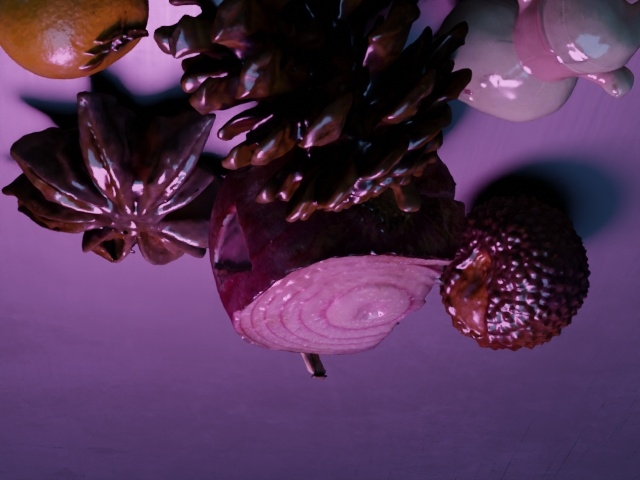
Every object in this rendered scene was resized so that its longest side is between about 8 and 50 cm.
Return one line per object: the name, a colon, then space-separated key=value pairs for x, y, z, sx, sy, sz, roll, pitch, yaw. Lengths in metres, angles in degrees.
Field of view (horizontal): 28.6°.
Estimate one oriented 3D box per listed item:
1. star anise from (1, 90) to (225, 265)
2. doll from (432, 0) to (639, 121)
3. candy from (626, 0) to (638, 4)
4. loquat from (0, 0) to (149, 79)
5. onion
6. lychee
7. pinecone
star anise: x=-0.197 y=-0.061 z=1.392 sx=0.315 sy=0.108 sz=0.315 roll=0 pitch=144 yaw=0
doll: x=0.193 y=-0.181 z=1.146 sx=0.275 sy=0.113 sz=0.155 roll=-19 pitch=118 yaw=47
candy: x=0.302 y=-0.230 z=1.167 sx=0.103 sy=0.043 sz=0.103 roll=1 pitch=146 yaw=1
loquat: x=-0.226 y=-0.213 z=1.133 sx=0.141 sy=0.141 sz=0.141 roll=1 pitch=147 yaw=1
onion: x=0.009 y=-0.022 z=1.317 sx=0.272 sy=0.230 sz=0.256 roll=-26 pitch=148 yaw=35
lychee: x=0.236 y=0.040 z=1.477 sx=0.188 sy=0.188 sz=0.188 roll=1 pitch=147 yaw=1
pinecone: x=-0.003 y=-0.154 z=1.114 sx=0.309 sy=0.244 sz=0.244 roll=42 pitch=137 yaw=-5
